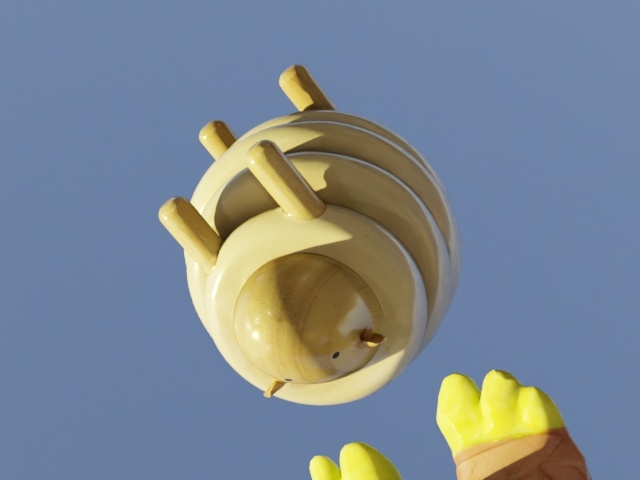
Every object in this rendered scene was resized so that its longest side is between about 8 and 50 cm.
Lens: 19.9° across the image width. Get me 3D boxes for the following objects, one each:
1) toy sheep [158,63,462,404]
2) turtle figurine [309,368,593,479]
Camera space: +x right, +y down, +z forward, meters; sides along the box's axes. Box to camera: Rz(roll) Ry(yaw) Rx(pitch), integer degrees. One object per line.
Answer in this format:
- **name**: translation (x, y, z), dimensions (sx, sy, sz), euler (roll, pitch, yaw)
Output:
- **toy sheep**: translation (0.000, 0.000, 0.542), dimensions (0.091, 0.091, 0.132), euler (9, -150, 8)
- **turtle figurine**: translation (-0.017, 0.117, 0.437), dimensions (0.087, 0.269, 0.217), euler (44, -132, 10)
